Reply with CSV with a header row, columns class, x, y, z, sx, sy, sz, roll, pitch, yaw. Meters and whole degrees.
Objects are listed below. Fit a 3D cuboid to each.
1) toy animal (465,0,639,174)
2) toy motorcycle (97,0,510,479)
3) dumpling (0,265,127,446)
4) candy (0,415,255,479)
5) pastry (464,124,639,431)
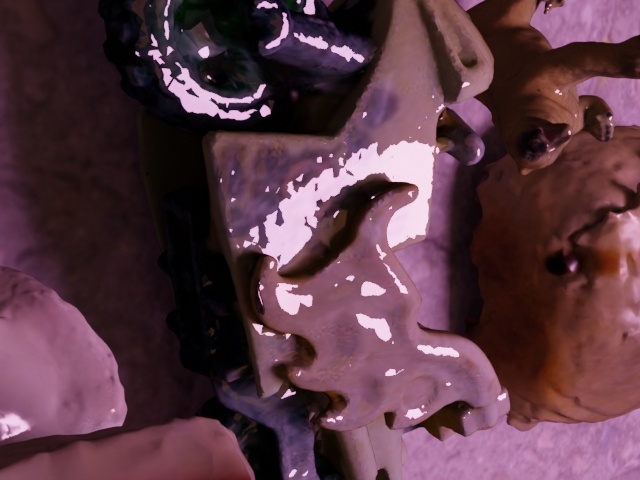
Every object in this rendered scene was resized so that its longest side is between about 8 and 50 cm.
class,x,y,z,sx,sy,sz,roll,pitch,yaw
toy animal,0.144,-0.111,0.636,0.101,0.219,0.103,-14,129,-7
toy motorcycle,0.000,0.000,0.575,0.237,0.168,0.410,-15,114,-26
dumpling,-0.221,0.080,0.467,0.228,0.124,0.151,-18,73,-23
candy,-0.147,0.198,0.427,0.179,0.321,0.135,-6,64,-30
pastry,0.251,0.037,0.757,0.236,0.170,0.256,-9,111,-31
